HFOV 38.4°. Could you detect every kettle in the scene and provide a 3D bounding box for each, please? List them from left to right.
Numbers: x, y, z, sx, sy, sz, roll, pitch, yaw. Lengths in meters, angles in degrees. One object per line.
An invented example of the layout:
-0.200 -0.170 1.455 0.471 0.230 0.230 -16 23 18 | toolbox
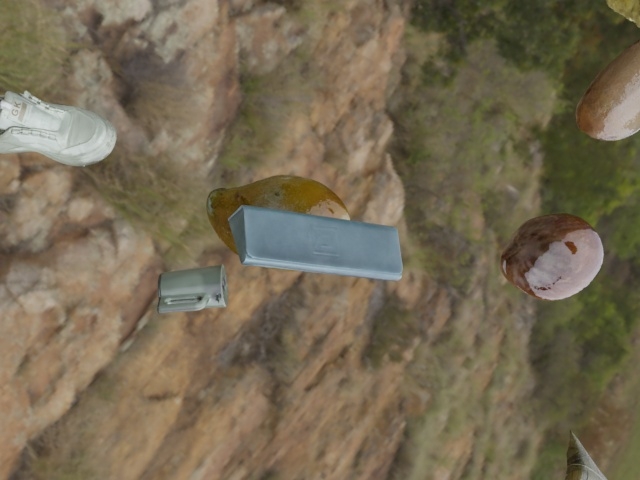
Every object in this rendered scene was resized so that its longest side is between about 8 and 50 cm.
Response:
-0.288 0.120 2.085 0.148 0.126 0.098 -6 150 1 | kettle

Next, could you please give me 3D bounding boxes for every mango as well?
-0.090 -0.038 1.832 0.146 0.317 0.192 -12 109 -68 | mango

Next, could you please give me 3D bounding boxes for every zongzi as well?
0.378 0.319 1.304 0.076 0.083 0.040 26 143 -30 | zongzi

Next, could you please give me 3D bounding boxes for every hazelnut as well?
0.354 0.021 1.421 0.143 0.143 0.154 -31 -177 -42 | hazelnut

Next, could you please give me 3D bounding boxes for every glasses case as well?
0.000 0.000 1.402 0.266 0.105 0.056 7 129 -27 | glasses case

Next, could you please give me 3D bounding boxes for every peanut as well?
0.344 -0.171 1.004 0.152 0.076 0.076 -45 157 7 | peanut

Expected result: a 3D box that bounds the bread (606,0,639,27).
0.494 -0.472 1.413 0.204 0.262 0.162 -37 -171 7 | bread

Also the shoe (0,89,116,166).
-0.578 -0.239 1.850 0.159 0.317 0.124 55 41 -66 | shoe
